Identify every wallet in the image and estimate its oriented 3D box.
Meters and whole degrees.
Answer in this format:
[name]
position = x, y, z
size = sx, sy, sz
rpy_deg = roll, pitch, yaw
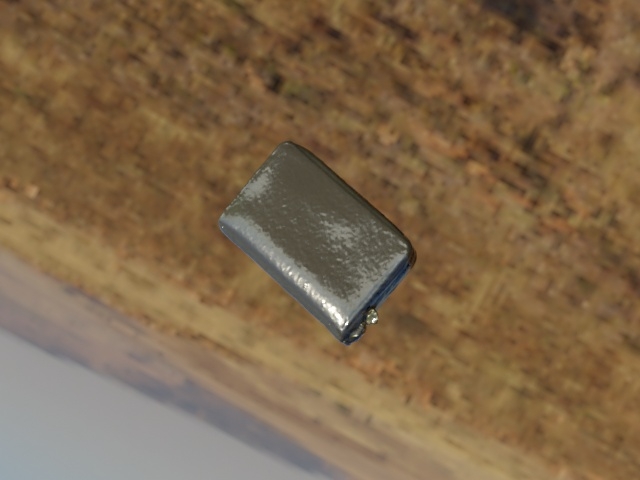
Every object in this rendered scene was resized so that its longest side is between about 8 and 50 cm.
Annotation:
[wallet]
position = 0.000, 0.000, 1.955
size = 0.250, 0.149, 0.044
rpy_deg = 41, -175, 29
